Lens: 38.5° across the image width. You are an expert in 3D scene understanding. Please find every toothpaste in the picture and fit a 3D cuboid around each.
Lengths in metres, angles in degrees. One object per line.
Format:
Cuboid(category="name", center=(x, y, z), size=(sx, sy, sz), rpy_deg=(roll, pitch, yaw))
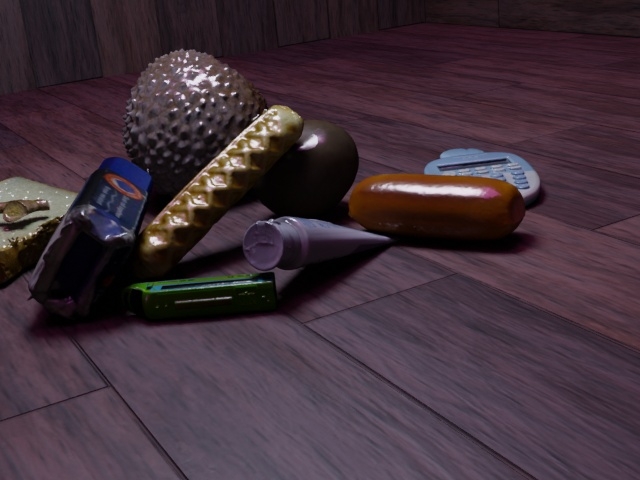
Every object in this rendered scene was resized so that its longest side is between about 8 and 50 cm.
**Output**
Cuboid(category="toothpaste", center=(0.000, 0.000, 1.319), size=(0.114, 0.073, 0.299), rpy_deg=(6, 6, 30))

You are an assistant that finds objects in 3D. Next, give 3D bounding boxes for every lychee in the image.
Cuboid(category="lychee", center=(-0.236, -0.210, 1.729), size=(0.300, 0.300, 0.300), rpy_deg=(-5, 19, 2))

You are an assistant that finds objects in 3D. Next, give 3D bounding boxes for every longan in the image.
Cuboid(category="longan", center=(-0.025, -0.120, 1.551), size=(0.189, 0.189, 0.189), rpy_deg=(-5, 19, 2))

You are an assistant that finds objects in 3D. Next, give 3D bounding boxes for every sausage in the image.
Cuboid(category="sausage", center=(0.172, -0.051, 1.398), size=(0.274, 0.105, 0.105), rpy_deg=(5, 22, 27))

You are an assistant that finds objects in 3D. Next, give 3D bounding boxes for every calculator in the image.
Cuboid(category="calculator", center=(0.283, -0.111, 1.624), size=(0.188, 0.042, 0.303), rpy_deg=(-8, 20, -2))

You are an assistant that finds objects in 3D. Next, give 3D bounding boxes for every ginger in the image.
Cuboid(category="ginger", center=(-0.478, -0.052, 1.460), size=(0.097, 0.030, 0.048), rpy_deg=(-6, 28, -26))

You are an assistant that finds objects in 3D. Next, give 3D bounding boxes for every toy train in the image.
Cuboid(category="toy train", center=(-0.163, 0.077, 1.212), size=(0.209, 0.044, 0.042), rpy_deg=(-5, 19, 2))

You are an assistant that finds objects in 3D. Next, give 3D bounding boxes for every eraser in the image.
Cuboid(category="eraser", center=(-0.330, -0.012, 1.347), size=(0.101, 0.155, 0.332), rpy_deg=(32, 14, -13))

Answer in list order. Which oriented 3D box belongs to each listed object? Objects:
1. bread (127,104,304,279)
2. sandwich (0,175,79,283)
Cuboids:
Cuboid(category="bread", center=(-0.158, -0.078, 1.404), size=(0.084, 0.077, 0.367), rpy_deg=(27, 63, 36))
Cuboid(category="sandwich", center=(-0.519, -0.018, 1.520), size=(0.226, 0.087, 0.251), rpy_deg=(17, 27, 23))
